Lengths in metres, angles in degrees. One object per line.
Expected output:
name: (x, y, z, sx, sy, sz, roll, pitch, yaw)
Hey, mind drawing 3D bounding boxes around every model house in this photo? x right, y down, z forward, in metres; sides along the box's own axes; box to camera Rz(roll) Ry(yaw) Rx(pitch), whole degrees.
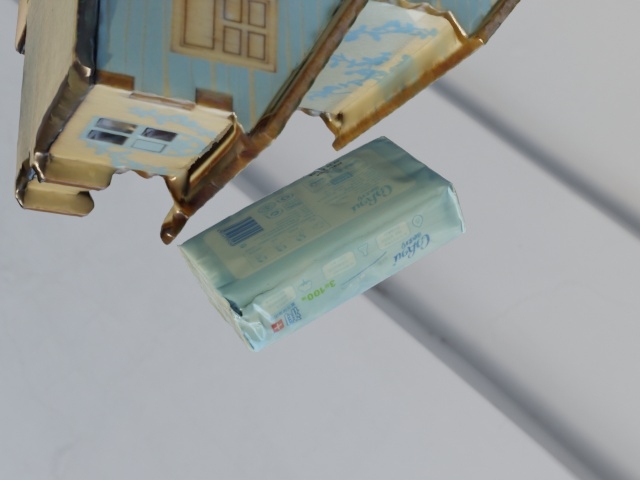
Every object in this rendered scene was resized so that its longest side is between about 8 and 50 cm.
model house: (-0.016, -0.128, 0.480, 0.206, 0.271, 0.178, 7, 159, -23)

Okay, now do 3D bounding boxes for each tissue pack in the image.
tissue pack: (0.000, 0.000, 1.152, 0.263, 0.177, 0.089, -28, 122, -12)
